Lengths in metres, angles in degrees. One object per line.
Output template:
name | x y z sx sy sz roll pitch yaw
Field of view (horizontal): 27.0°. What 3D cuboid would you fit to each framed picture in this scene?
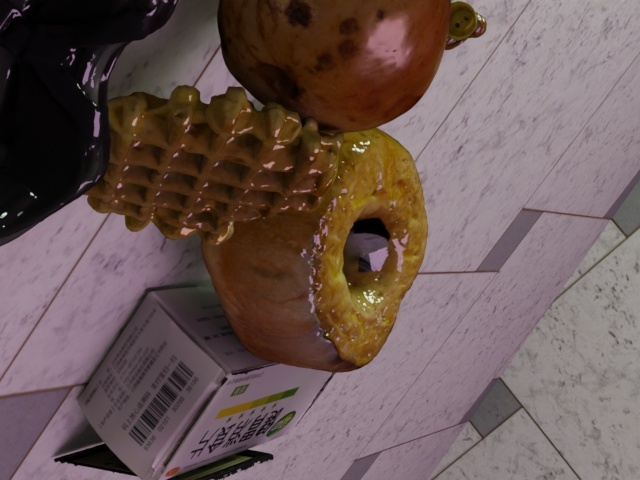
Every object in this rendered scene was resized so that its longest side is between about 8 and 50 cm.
framed picture | -0.189 0.266 1.618 0.199 0.195 0.010 -5 99 -63

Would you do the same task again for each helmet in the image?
helmet | -0.215 -0.147 0.807 0.225 0.177 0.305 -18 133 -67

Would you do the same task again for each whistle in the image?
whistle | 0.177 -0.256 1.634 0.057 0.046 0.109 -67 164 7

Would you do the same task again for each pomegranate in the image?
pomegranate | 0.021 -0.203 1.145 0.215 0.215 0.215 -42 159 -20

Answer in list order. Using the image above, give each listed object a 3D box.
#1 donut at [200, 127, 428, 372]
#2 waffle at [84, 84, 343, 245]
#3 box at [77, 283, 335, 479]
donut | 0.000 0.000 1.459 0.317 0.150 0.299 -6 112 -61
waffle | -0.097 -0.062 1.171 0.249 0.253 0.056 55 34 -62
box | -0.119 0.159 1.603 0.173 0.145 0.333 -56 159 18
